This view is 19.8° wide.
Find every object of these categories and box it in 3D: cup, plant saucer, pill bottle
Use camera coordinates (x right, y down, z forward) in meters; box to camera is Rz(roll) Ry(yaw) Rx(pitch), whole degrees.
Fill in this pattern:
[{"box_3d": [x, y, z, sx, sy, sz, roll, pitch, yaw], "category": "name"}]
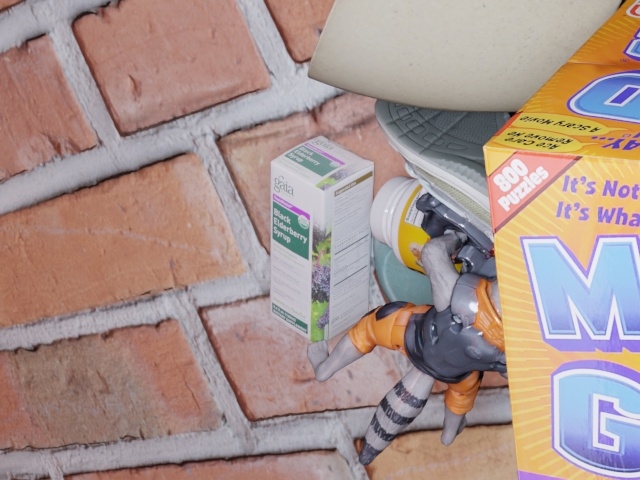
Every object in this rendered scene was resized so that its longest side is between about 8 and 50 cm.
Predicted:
[{"box_3d": [0.164, -0.254, 1.766, 0.237, 0.331, 0.331, 27, 138, 0], "category": "cup"}, {"box_3d": [0.124, 0.046, 2.195, 0.195, 0.037, 0.195, 29, 134, 35], "category": "plant saucer"}, {"box_3d": [0.161, -0.006, 2.051, 0.215, 0.117, 0.117, 21, 128, 40], "category": "pill bottle"}]

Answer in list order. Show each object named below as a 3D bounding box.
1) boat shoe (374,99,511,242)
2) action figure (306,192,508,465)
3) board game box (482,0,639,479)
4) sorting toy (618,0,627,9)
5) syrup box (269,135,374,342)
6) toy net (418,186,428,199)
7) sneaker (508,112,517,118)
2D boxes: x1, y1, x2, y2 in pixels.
[{"box_3d": [0.167, -0.061, 1.828, 0.320, 0.118, 0.103, 38, 150, 39], "category": "boat shoe"}, {"box_3d": [0.178, 0.132, 1.919, 0.341, 0.178, 0.330, 38, 142, -6], "category": "action figure"}, {"box_3d": [0.384, 0.023, 1.555, 0.356, 0.356, 0.357, 7, 120, 29], "category": "board game box"}, {"box_3d": [0.398, -0.243, 1.686, 0.229, 0.041, 0.307, 43, 140, 20], "category": "sorting toy"}, {"box_3d": [0.000, 0.000, 2.257, 0.093, 0.096, 0.237, 30, 135, 34], "category": "syrup box"}, {"box_3d": [0.108, -0.114, 2.012, 0.122, 0.045, 0.232, 140, 127, -58], "category": "toy net"}, {"box_3d": [0.275, -0.126, 1.860, 0.282, 0.099, 0.153, 55, 137, 13], "category": "sneaker"}]
